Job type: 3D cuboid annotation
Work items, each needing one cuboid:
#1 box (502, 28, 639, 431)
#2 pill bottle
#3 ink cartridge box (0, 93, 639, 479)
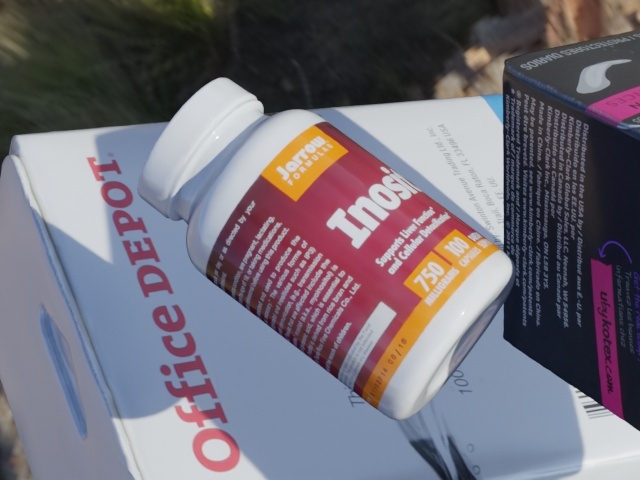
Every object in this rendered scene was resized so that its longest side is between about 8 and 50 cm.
[{"bbox_3d":[0.214,0.010,0.801,0.270,0.165,0.143,35,134,52],"label":"box"},{"bbox_3d":[0.000,0.000,0.810,0.152,0.086,0.086,37,90,11],"label":"pill bottle"},{"bbox_3d":[0.030,0.072,1.109,0.395,0.166,0.285,-6,49,-25],"label":"ink cartridge box"}]
